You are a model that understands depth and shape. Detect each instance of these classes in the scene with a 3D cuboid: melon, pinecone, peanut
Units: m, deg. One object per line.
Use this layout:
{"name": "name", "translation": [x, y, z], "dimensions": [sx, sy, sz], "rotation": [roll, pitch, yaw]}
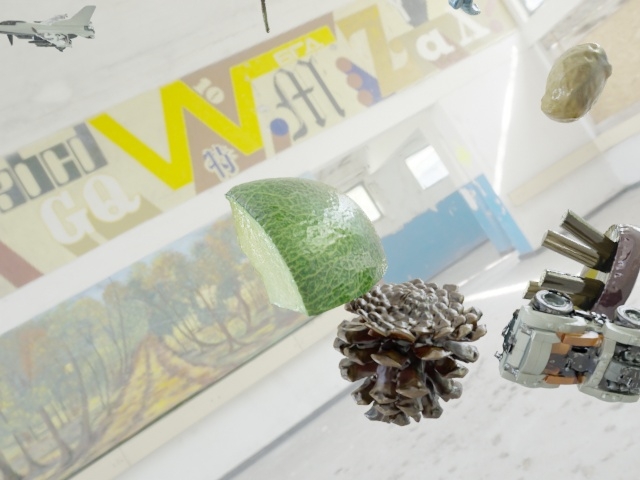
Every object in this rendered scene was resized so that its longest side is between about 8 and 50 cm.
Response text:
{"name": "melon", "translation": [0.000, 0.000, 1.266], "dimensions": [0.343, 0.331, 0.226], "rotation": [-25, -29, -37]}
{"name": "pinecone", "translation": [0.209, 0.288, 1.399], "dimensions": [0.384, 0.384, 0.384], "rotation": [-32, -3, -2]}
{"name": "peanut", "translation": [0.509, -0.312, 1.171], "dimensions": [0.159, 0.109, 0.140], "rotation": [-51, -43, -2]}

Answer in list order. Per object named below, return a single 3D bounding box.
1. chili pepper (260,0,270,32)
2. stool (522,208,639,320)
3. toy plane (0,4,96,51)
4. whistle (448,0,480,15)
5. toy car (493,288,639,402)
{"name": "chili pepper", "translation": [-0.104, -0.445, 0.855], "dimensions": [0.063, 0.272, 0.071], "rotation": [-15, 10, -10]}
{"name": "stool", "translation": [0.609, 0.065, 1.361], "dimensions": [0.272, 0.178, 0.272], "rotation": [21, -90, -79]}
{"name": "toy plane", "translation": [-0.579, -0.436, 1.224], "dimensions": [0.234, 0.160, 0.082], "rotation": [-16, -42, -12]}
{"name": "whistle", "translation": [0.303, -0.517, 1.108], "dimensions": [0.269, 0.093, 0.180], "rotation": [-15, -30, -36]}
{"name": "toy car", "translation": [0.489, 0.204, 1.071], "dimensions": [0.118, 0.301, 0.193], "rotation": [-72, -6, -62]}
